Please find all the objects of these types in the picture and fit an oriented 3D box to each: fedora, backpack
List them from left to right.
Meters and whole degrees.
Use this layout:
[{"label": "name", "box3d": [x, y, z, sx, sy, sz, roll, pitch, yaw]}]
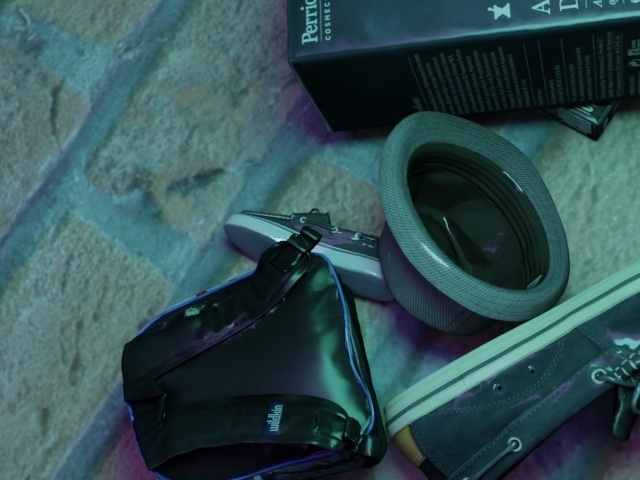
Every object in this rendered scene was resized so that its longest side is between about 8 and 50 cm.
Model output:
[{"label": "backpack", "box3d": [-0.074, 0.163, 1.383, 0.263, 0.213, 0.276, -15, 60, 3]}, {"label": "fedora", "box3d": [0.149, -0.001, 1.405, 0.244, 0.124, 0.275, 13, 45, -26]}]

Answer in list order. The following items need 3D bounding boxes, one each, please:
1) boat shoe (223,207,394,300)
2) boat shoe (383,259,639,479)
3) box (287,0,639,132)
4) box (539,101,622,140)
[{"label": "boat shoe", "box3d": [0.000, 0.000, 1.491, 0.229, 0.080, 0.076, 17, 60, 20]}, {"label": "boat shoe", "box3d": [0.307, 0.126, 1.318, 0.500, 0.187, 0.156, -31, 75, 11]}, {"label": "box", "box3d": [0.174, -0.311, 1.414, 0.396, 0.212, 0.293, -6, 72, 13]}, {"label": "box", "box3d": [0.280, -0.252, 1.513, 0.231, 0.056, 0.183, 32, 82, 20]}]
